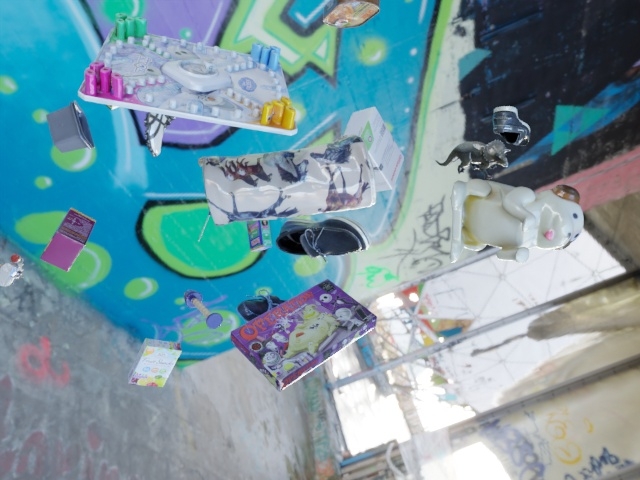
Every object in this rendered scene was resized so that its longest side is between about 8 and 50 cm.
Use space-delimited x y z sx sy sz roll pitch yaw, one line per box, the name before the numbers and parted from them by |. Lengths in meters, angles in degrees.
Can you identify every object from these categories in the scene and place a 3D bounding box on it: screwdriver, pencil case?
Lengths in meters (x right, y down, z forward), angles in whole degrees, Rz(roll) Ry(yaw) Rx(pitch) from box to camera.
screwdriver | -0.386 -0.073 1.760 0.025 0.170 0.024 17 1 -43
pencil case | -0.081 -0.143 1.194 0.160 0.410 0.183 81 2 -68

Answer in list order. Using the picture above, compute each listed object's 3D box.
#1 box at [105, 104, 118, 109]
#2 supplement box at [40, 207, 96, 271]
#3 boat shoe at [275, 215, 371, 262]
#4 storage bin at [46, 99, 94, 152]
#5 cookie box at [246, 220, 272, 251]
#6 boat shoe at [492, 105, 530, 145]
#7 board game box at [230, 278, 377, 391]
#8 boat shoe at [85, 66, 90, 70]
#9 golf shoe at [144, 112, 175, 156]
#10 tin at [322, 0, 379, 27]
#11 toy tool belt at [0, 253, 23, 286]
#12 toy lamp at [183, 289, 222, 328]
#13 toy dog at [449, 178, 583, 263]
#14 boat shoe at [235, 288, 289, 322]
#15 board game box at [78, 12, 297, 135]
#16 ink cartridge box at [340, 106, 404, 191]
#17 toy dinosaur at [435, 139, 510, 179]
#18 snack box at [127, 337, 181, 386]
box | -0.614 -0.441 1.535 0.062 0.052 0.083 42 45 5
supplement box | -0.373 -0.002 0.757 0.043 0.055 0.083 32 17 -25
boat shoe | 0.000 0.000 2.171 0.500 0.156 0.187 5 -49 43
storage bin | -0.717 -0.315 1.462 0.098 0.091 0.135 93 -24 -71
cookie box | -0.207 -0.022 1.724 0.092 0.040 0.107 -19 -102 51
boat shoe | 0.557 -0.315 1.496 0.233 0.084 0.079 16 75 -54
board game box | -0.039 0.238 1.370 0.208 0.347 0.056 31 -46 37
boat shoe | -0.536 -0.453 1.432 0.081 0.227 0.069 106 -2 -55
golf shoe | -0.392 -0.306 1.270 0.077 0.094 0.198 -140 -127 -64
tin | 0.072 -0.550 1.214 0.189 0.106 0.040 -162 -103 -70
toy tool belt | -0.737 0.071 1.219 0.052 0.083 0.051 29 -9 -2
toy lamp | -0.504 0.280 2.158 0.274 0.080 0.080 26 -30 48
toy dog | 0.676 -0.068 1.757 0.395 0.408 0.285 -36 129 -60
boat shoe | -0.153 0.191 1.496 0.109 0.089 0.258 49 13 18
board game box | -0.253 -0.357 1.058 0.390 0.390 0.050 -104 -154 -50
ink cartridge box | 0.207 -0.355 2.027 0.273 0.114 0.198 51 48 -35
toy dinosaur | 0.602 -0.331 1.984 0.313 0.121 0.160 19 -36 38
snack box | -0.461 0.341 1.416 0.100 0.141 0.037 17 23 -35
